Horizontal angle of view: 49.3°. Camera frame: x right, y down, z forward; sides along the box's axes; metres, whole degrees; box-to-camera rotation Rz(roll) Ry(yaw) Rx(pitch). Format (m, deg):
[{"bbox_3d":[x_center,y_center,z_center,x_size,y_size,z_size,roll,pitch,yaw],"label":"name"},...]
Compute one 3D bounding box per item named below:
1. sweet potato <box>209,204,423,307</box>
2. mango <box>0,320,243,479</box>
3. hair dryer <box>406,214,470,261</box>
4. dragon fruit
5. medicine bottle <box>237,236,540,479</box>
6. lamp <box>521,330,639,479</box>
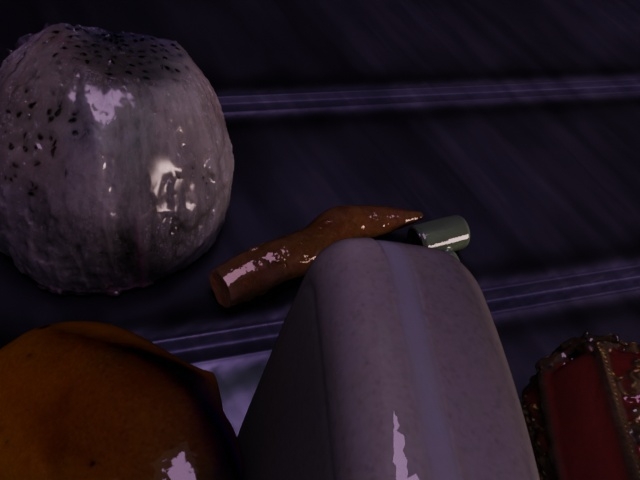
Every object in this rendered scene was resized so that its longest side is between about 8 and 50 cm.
[{"bbox_3d":[0.000,0.000,0.836,0.281,0.067,0.059,-26,104,-31],"label":"sweet potato"},{"bbox_3d":[-0.174,0.173,0.568,0.287,0.153,0.201,28,69,30],"label":"mango"},{"bbox_3d":[0.168,0.041,0.871,0.071,0.047,0.150,-15,67,-20],"label":"hair dryer"},{"bbox_3d":[-0.227,-0.086,0.750,0.282,0.221,0.204,-1,46,-18],"label":"dragon fruit"},{"bbox_3d":[0.015,0.187,0.484,0.122,0.375,0.282,7,51,-15],"label":"medicine bottle"},{"bbox_3d":[0.283,0.220,0.652,0.176,0.177,0.274,11,40,-6],"label":"lamp"}]
